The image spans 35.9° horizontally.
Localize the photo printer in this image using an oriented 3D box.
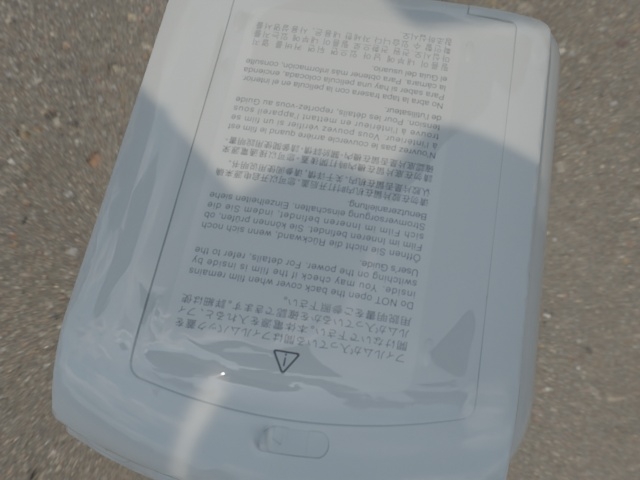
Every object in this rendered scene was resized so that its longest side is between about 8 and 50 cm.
[{"bbox_3d":[0.000,0.000,0.564,0.256,0.107,0.307,8,62,5],"label":"photo printer"}]
